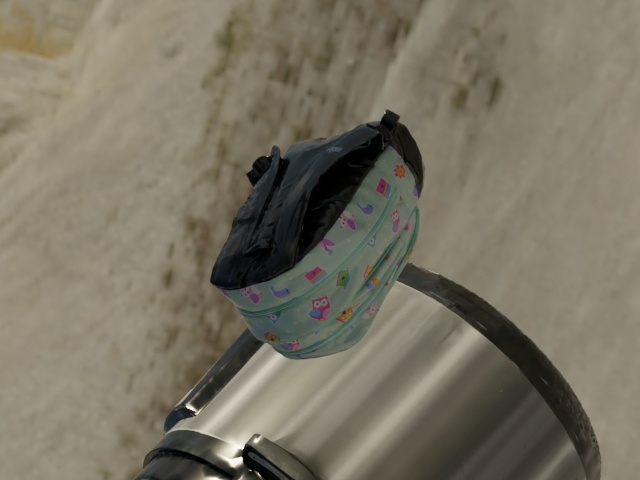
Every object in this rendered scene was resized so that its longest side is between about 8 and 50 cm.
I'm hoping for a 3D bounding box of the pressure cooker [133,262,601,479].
[{"bbox_3d":[0.020,0.268,1.635,0.420,0.370,0.375,-45,21,-25],"label":"pressure cooker"}]

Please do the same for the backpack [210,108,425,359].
[{"bbox_3d":[0.000,0.000,1.297,0.152,0.115,0.182,-21,29,42],"label":"backpack"}]
